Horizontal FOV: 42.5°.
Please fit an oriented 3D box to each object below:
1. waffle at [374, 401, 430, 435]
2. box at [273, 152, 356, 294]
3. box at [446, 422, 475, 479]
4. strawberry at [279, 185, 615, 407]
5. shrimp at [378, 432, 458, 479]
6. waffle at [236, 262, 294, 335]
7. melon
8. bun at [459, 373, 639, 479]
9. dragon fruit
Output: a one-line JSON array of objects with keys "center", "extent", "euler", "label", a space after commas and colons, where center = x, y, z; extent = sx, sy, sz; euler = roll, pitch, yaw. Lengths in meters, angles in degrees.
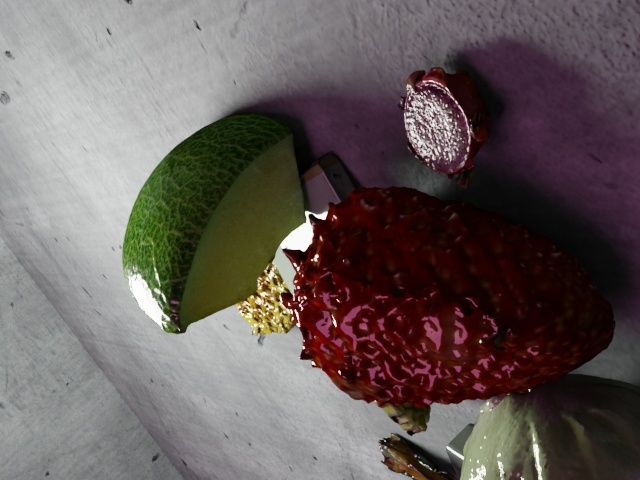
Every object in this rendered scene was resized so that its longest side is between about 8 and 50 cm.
[{"center": [0.098, 0.197, 1.251], "extent": [0.208, 0.054, 0.214], "euler": [50, -165, -14], "label": "waffle"}, {"center": [0.000, 0.000, 1.242], "extent": [0.211, 0.045, 0.270], "euler": [59, 149, 0], "label": "box"}, {"center": [0.258, 0.356, 1.318], "extent": [0.069, 0.084, 0.122], "euler": [21, 142, 54], "label": "box"}, {"center": [0.133, 0.069, 0.936], "extent": [0.343, 0.292, 0.292], "euler": [2, 128, 49], "label": "strawberry"}, {"center": [0.160, 0.391, 1.429], "extent": [0.222, 0.054, 0.290], "euler": [38, 172, -31], "label": "shrimp"}, {"center": [-0.129, 0.069, 1.509], "extent": [0.245, 0.052, 0.254], "euler": [50, 149, -2], "label": "waffle"}, {"center": [-0.183, -0.037, 1.253], "extent": [0.226, 0.331, 0.343], "euler": [23, 176, -41], "label": "melon"}, {"center": [0.276, 0.248, 0.968], "extent": [0.187, 0.293, 0.293], "euler": [57, 150, -5], "label": "bun"}, {"center": [0.145, -0.134, 0.897], "extent": [0.126, 0.068, 0.112], "euler": [45, 142, 30], "label": "dragon fruit"}]
